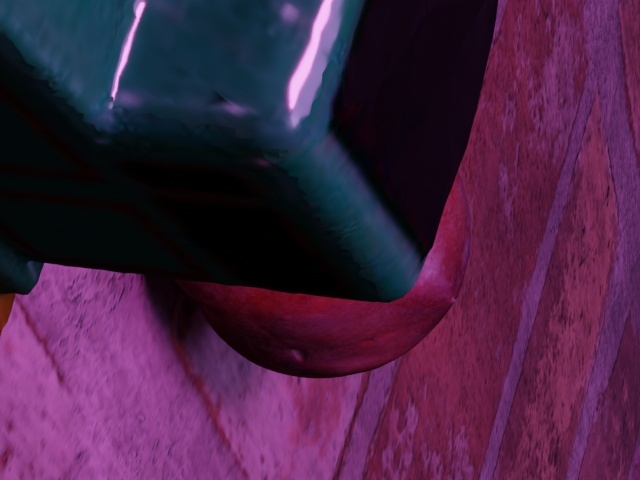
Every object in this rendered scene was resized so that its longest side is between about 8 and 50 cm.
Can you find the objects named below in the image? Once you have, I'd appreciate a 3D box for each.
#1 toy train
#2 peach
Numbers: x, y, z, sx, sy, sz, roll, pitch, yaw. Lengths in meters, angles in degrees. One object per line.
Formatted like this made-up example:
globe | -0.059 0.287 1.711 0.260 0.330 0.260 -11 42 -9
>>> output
toy train | -0.106 -0.093 0.405 0.429 0.249 0.178 50 51 -65
peach | 0.000 0.000 0.894 0.152 0.152 0.152 8 90 -70
